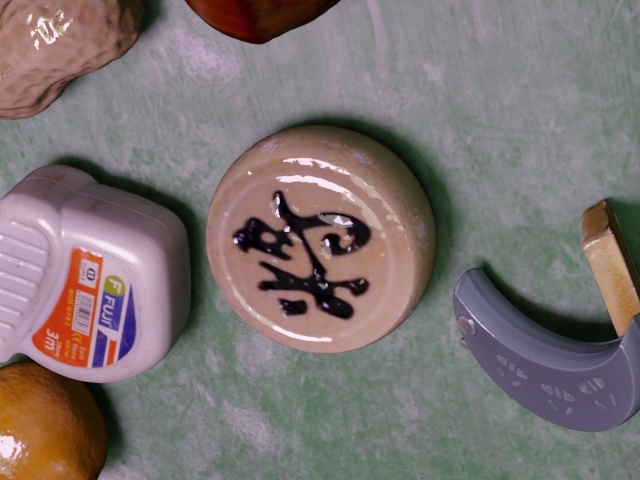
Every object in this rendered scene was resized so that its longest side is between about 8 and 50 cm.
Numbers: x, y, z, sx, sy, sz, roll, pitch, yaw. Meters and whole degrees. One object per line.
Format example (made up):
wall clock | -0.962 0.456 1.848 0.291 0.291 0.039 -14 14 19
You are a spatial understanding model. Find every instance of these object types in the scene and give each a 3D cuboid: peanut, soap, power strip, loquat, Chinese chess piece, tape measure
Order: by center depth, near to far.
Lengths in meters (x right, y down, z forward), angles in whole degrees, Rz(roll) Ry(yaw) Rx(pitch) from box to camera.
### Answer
soap | 0.327 0.085 0.937 0.037 0.092 0.252 -21 107 22
power strip | 0.236 0.118 0.953 0.253 0.054 0.167 13 131 49
peanut | -0.326 -0.214 0.991 0.291 0.159 0.143 -16 74 15
Chinese chess piece | 0.000 0.000 1.001 0.257 0.104 0.257 7 116 15
tape measure | -0.290 0.050 1.113 0.265 0.130 0.258 19 122 3
loquat | -0.383 0.267 1.216 0.187 0.176 0.234 -36 115 -12

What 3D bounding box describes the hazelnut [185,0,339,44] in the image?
hazelnut | -0.056 -0.303 0.808 0.229 0.229 0.229 8 117 15
